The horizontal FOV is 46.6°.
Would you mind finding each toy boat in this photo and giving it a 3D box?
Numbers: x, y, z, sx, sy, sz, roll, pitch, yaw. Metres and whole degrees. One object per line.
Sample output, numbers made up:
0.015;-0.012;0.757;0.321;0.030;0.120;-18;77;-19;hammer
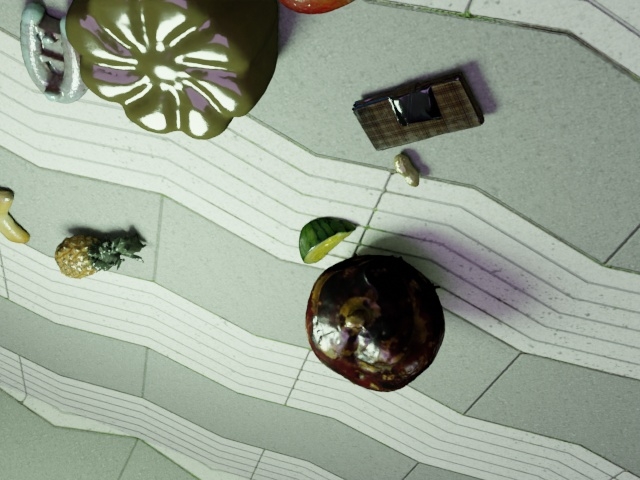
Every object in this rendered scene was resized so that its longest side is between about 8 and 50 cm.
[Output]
-0.558;-0.378;1.553;0.155;0.085;0.227;17;141;3;toy boat

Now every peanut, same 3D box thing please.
0.180;-0.145;1.538;0.037;0.037;0.083;-23;120;41;peanut

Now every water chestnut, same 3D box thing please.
0.125;0.189;1.769;0.335;0.335;0.347;22;171;-1;water chestnut

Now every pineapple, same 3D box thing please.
-0.599;0.034;2.024;0.248;0.128;0.128;-8;133;24;pineapple

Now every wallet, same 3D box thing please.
0.184;-0.242;1.419;0.230;0.042;0.124;-9;135;34;wallet

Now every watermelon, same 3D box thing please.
-0.007;-0.008;1.779;0.092;0.075;0.181;-11;159;-35;watermelon

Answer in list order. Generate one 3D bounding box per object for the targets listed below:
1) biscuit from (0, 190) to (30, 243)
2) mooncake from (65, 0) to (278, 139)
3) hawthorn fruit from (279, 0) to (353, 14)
-0.918;-0.076;2.089;0.164;0.047;0.208;16;141;7;biscuit
-0.265;-0.362;1.353;0.378;0.201;0.378;12;141;10;mooncake
-0.015;-0.438;1.177;0.188;0.169;0.169;-9;134;15;hawthorn fruit
